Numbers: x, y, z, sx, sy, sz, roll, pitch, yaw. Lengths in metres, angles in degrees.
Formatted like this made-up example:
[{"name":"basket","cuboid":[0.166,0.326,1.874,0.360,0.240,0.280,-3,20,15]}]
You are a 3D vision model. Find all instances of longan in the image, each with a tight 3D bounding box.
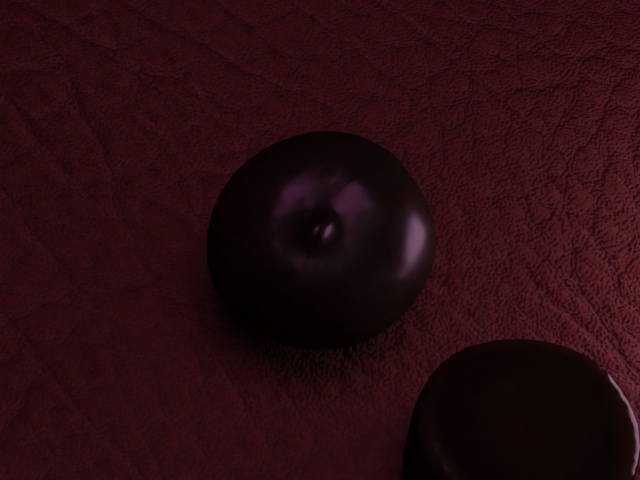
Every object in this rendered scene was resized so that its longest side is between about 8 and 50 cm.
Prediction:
[{"name":"longan","cuboid":[-0.002,0.003,2.267,0.297,0.297,0.297,4,52,-5]}]

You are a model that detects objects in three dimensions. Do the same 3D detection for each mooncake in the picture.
[{"name":"mooncake","cuboid":[0.242,0.265,2.174,0.284,0.155,0.284,5,50,-6]}]
